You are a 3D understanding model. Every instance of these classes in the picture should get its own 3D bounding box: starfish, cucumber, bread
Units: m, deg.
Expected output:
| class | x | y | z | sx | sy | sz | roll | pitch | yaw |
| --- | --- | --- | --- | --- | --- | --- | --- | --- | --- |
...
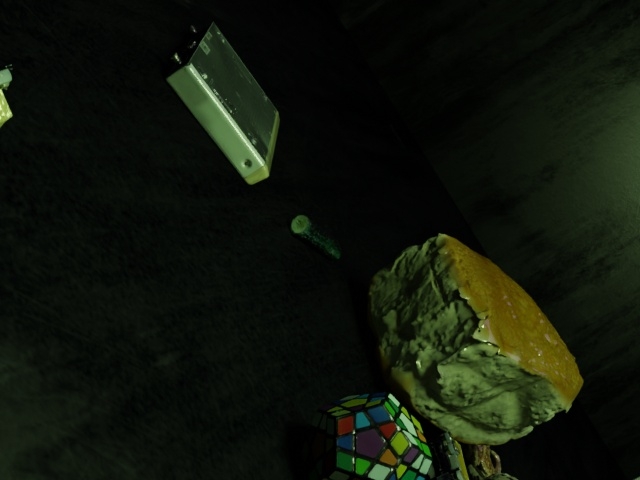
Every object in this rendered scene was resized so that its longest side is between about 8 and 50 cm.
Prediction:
| class | x | y | z | sx | sy | sz | roll | pitch | yaw |
| --- | --- | --- | --- | --- | --- | --- | --- | --- | --- |
| starfish | 0.238 | 0.315 | 1.592 | 0.209 | 0.053 | 0.150 | 24 | 49 | -71 |
| cucumber | 0.000 | 0.000 | 1.477 | 0.133 | 0.032 | 0.032 | 37 | 25 | -55 |
| bread | 0.205 | 0.143 | 1.443 | 0.250 | 0.225 | 0.279 | 31 | 29 | -29 |

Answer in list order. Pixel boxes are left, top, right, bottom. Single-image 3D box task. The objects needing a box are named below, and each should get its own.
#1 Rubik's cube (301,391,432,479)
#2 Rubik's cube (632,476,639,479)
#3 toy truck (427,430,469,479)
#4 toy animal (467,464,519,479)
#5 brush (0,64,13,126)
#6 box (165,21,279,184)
| class | x | y | z | sx | sy | sz | roll | pitch | yaw |
| --- | --- | --- | --- | --- | --- | --- | --- | --- | --- |
| Rubik's cube | 0.046 | 0.217 | 1.018 | 0.133 | 0.133 | 0.112 | 51 | 39 | -21 |
| Rubik's cube | 0.345 | 0.441 | 1.146 | 0.221 | 0.224 | 0.231 | 62 | -3 | 41 |
| toy truck | 0.171 | 0.310 | 1.348 | 0.063 | 0.052 | 0.123 | 57 | 12 | -27 |
| toy animal | 0.245 | 0.362 | 1.403 | 0.137 | 0.098 | 0.098 | 50 | 10 | 28 |
| brush | -0.289 | -0.072 | 0.682 | 0.297 | 0.068 | 0.060 | -51 | 129 | -70 |
| box | -0.133 | -0.210 | 1.457 | 0.211 | 0.045 | 0.270 | 54 | 15 | -18 |
